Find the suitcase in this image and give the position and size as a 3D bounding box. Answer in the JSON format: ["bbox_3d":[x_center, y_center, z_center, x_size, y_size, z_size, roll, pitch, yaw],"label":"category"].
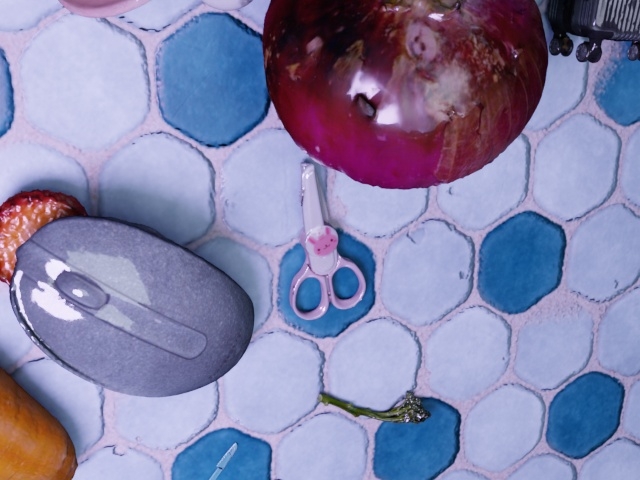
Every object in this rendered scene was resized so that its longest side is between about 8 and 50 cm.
[{"bbox_3d":[0.442,-0.407,1.206,0.202,0.128,0.312,-1,108,-20],"label":"suitcase"}]

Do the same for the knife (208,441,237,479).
[{"bbox_3d":[-0.155,0.349,1.331,0.014,0.005,0.091,33,95,-28],"label":"knife"}]

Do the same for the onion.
[{"bbox_3d":[0.099,-0.195,1.093,0.347,0.348,0.385,-23,153,-11],"label":"onion"}]

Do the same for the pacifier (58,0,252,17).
[{"bbox_3d":[-0.162,-0.373,0.962,0.220,0.273,0.332,44,92,0],"label":"pacifier"}]

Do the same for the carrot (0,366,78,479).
[{"bbox_3d":[-0.414,0.257,1.139,0.159,0.159,0.225,-49,126,2],"label":"carrot"}]

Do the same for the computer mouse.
[{"bbox_3d":[-0.215,0.095,1.105,0.373,0.114,0.203,28,97,-44],"label":"computer mouse"}]

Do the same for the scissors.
[{"bbox_3d":[0.000,0.000,1.247,0.118,0.030,0.242,-16,115,-15],"label":"scissors"}]

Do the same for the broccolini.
[{"bbox_3d":[0.082,0.272,1.371,0.194,0.054,0.052,6,125,-20],"label":"broccolini"}]

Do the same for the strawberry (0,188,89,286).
[{"bbox_3d":[-0.355,0.002,1.088,0.145,0.086,0.145,-10,116,-22],"label":"strawberry"}]
